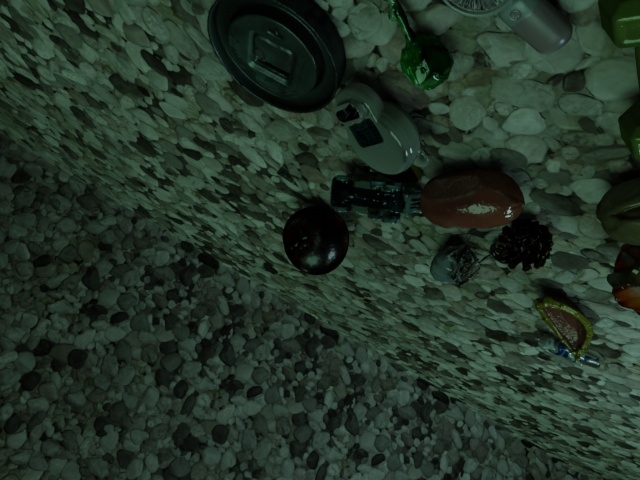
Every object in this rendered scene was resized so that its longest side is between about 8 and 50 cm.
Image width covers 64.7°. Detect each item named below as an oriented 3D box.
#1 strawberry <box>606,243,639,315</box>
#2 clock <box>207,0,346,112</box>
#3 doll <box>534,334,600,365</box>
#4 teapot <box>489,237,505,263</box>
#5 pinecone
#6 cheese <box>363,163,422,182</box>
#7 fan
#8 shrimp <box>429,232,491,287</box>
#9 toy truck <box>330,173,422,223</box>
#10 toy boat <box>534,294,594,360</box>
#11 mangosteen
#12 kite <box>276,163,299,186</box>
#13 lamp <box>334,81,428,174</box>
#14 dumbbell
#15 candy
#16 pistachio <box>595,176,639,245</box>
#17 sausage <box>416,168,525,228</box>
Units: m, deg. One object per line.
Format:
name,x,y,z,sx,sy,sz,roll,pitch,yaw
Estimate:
strawberry,0.797,0.079,1.086,0.336,0.149,0.265,25,152,-20
clock,-0.095,-0.418,1.109,0.319,0.066,0.319,24,157,11
doll,0.844,0.378,1.746,0.227,0.057,0.114,23,164,-10
teapot,0.506,0.026,1.398,0.068,0.045,0.100,34,151,49
pinecone,0.497,0.011,1.252,0.121,0.140,0.140,-10,171,-25
cheese,0.183,-0.185,1.324,0.162,0.036,0.086,7,155,40
fan,0.285,-0.375,0.771,0.244,0.074,0.130,33,156,-14
shrimp,0.413,0.064,1.489,0.145,0.116,0.343,24,163,9
toy truck,0.161,-0.117,1.381,0.256,0.108,0.140,13,-164,36
toy boat,0.740,0.245,1.533,0.141,0.099,0.318,-6,137,47
mangosteen,0.000,0.000,1.716,0.235,0.235,0.261,13,-174,31
kite,-0.107,-0.210,1.627,0.090,0.004,0.122,17,155,26
lamp,0.135,-0.256,1.140,0.246,0.108,0.179,47,155,-23
dumbbell,0.497,-0.252,0.750,0.121,0.108,0.302,6,148,42
candy,0.131,-0.410,0.891,0.097,0.097,0.323,-4,133,51
pistachio,0.653,-0.059,0.956,0.238,0.153,0.138,-9,98,51
sausage,0.345,-0.099,1.198,0.254,0.148,0.148,-10,137,47
